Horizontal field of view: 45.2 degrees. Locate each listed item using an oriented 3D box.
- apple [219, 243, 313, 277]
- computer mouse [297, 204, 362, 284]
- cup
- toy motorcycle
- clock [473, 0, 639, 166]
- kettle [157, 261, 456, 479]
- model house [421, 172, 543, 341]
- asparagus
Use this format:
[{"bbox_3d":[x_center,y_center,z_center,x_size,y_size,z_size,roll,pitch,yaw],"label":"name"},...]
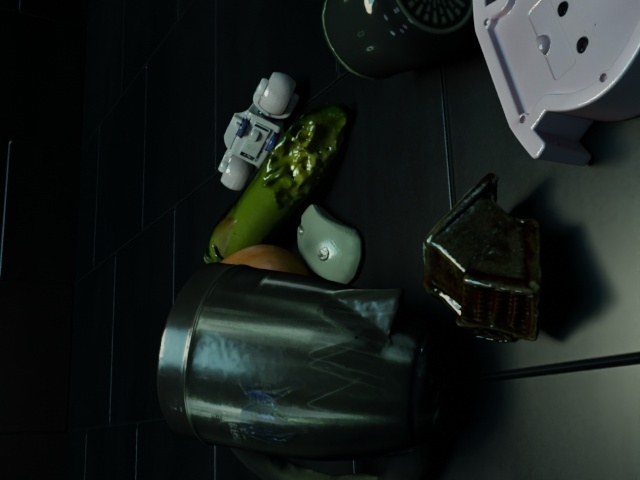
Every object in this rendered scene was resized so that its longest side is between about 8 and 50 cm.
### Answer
[{"bbox_3d":[-0.094,0.126,1.184,0.235,0.173,0.210,64,146,36],"label":"apple"},{"bbox_3d":[0.000,0.000,1.181,0.182,0.056,0.089,44,117,55],"label":"computer mouse"},{"bbox_3d":[0.104,-0.315,0.973,0.176,0.169,0.223,-16,56,66],"label":"cup"},{"bbox_3d":[-0.111,-0.199,1.390,0.254,0.112,0.112,-57,39,36],"label":"toy motorcycle"},{"bbox_3d":[0.268,-0.262,0.747,0.275,0.080,0.290,-48,46,44],"label":"clock"},{"bbox_3d":[0.002,0.193,0.942,0.324,0.228,0.321,6,111,21],"label":"kettle"},{"bbox_3d":[0.188,0.045,0.823,0.152,0.106,0.165,49,163,38],"label":"model house"},{"bbox_3d":[-0.074,-0.074,1.265,0.108,0.128,0.382,48,134,7],"label":"asparagus"}]
